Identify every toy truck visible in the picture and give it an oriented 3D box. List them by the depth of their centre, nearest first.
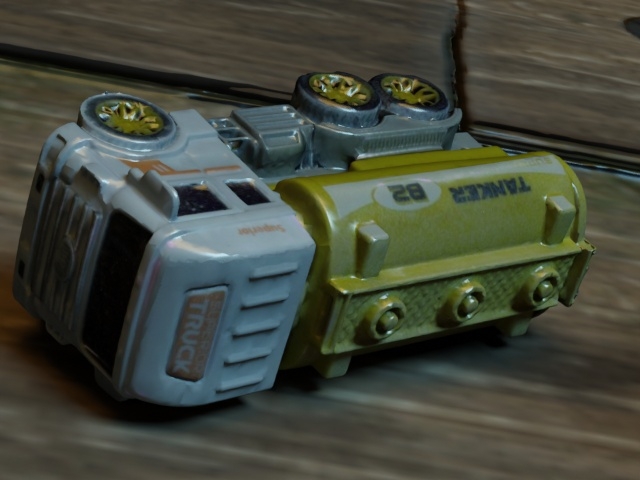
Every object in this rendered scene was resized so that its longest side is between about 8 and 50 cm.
[{"bbox_3d":[0.000,0.000,0.369,0.123,0.052,0.063,-9,39,-39],"label":"toy truck"}]
